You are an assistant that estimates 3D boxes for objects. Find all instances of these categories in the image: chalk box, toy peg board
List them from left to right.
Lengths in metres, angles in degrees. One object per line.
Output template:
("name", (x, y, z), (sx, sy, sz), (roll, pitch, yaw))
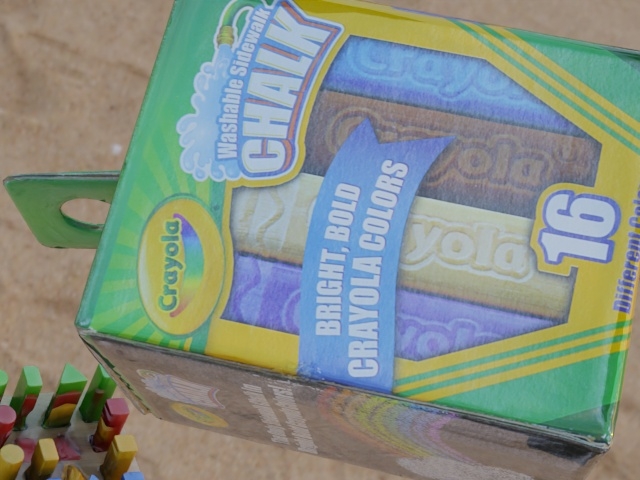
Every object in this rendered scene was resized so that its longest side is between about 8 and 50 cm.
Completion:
("toy peg board", (-0.229, 0.180, 1.265), (0.161, 0.079, 0.160), (-1, 46, -31))
("chalk box", (0.000, 0.000, 0.506), (0.213, 0.132, 0.132), (13, 72, 8))
